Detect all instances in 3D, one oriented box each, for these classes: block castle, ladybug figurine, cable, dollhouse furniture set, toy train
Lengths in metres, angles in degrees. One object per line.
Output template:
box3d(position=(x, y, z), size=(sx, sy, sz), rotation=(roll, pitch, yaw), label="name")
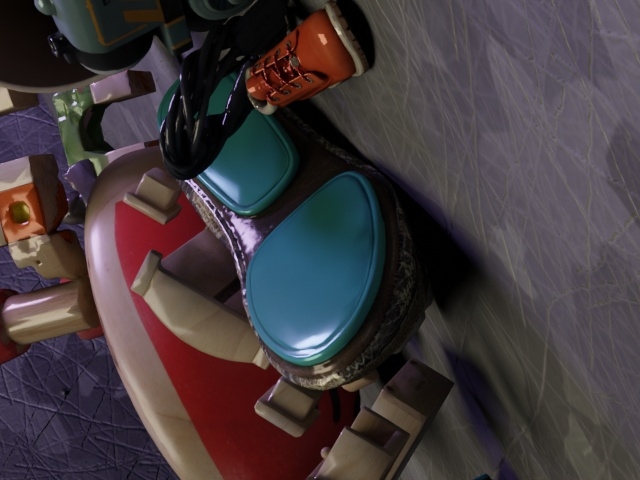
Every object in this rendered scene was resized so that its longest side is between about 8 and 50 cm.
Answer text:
box3d(position=(-0.325, -0.102, 2.046), size=(0.303, 0.212, 0.453), rotation=(-17, -87, -64), label="block castle")
box3d(position=(-0.082, 0.085, 1.906), size=(0.305, 0.162, 0.449), rotation=(13, -130, -56), label="ladybug figurine")
box3d(position=(-0.086, -0.119, 1.551), size=(0.047, 0.184, 0.150), rotation=(31, 142, 6), label="cable")
box3d(position=(-0.088, 0.120, 1.657), size=(0.355, 0.174, 0.303), rotation=(31, -161, 8), label="dollhouse furniture set")
box3d(position=(-0.158, -0.267, 1.485), size=(0.142, 0.190, 0.334), rotation=(55, 167, 32), label="toy train")

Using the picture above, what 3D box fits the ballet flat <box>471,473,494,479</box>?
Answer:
box3d(position=(0.146, 0.314, 1.794), size=(0.106, 0.107, 0.316), rotation=(50, 168, 15), label="ballet flat")

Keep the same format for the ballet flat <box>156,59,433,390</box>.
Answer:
box3d(position=(0.000, 0.000, 1.621), size=(0.182, 0.164, 0.483), rotation=(42, -173, -36), label="ballet flat")

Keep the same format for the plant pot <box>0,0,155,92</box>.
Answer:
box3d(position=(-0.243, -0.272, 1.803), size=(0.256, 0.256, 0.274), rotation=(62, -176, -4), label="plant pot")

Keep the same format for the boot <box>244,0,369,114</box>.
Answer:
box3d(position=(-0.014, -0.134, 1.451), size=(0.059, 0.084, 0.158), rotation=(62, 167, 4), label="boot")
